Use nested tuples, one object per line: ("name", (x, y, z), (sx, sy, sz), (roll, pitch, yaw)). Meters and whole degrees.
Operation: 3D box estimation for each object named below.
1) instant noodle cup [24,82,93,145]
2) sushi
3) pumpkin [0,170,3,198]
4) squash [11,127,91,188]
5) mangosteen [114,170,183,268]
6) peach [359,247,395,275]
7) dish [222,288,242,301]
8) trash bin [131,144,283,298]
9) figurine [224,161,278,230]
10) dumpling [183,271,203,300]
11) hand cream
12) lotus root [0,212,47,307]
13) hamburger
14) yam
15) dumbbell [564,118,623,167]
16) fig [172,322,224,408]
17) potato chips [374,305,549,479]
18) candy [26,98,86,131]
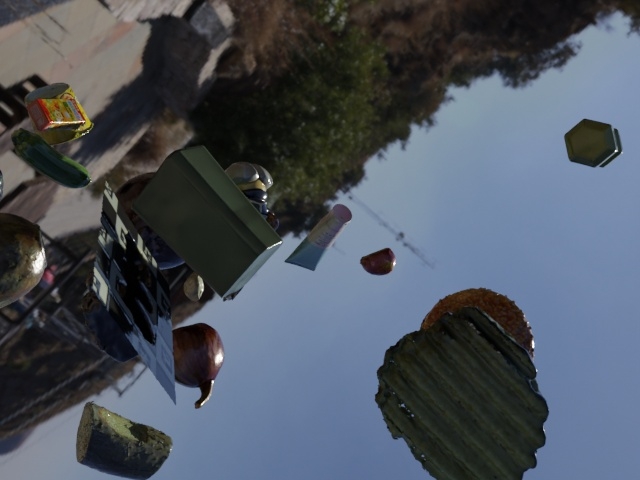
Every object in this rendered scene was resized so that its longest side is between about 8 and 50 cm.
("instant noodle cup", (-0.817, -0.394, 2.011), (0.182, 0.144, 0.182), (-9, -148, 6))
("sushi", (-0.383, 0.102, 1.207), (0.100, 0.296, 0.373), (-22, -144, 0))
("pumpkin", (-0.857, -0.127, 1.549), (0.194, 0.194, 0.150), (-50, -149, -9))
("squash", (-0.674, -0.197, 1.627), (0.077, 0.219, 0.068), (-44, -141, 4))
("mangosteen", (-0.503, -0.076, 2.023), (0.306, 0.306, 0.359), (-47, -155, 14))
("peach", (0.143, 0.048, 1.583), (0.077, 0.083, 0.050), (-66, -167, -3))
("dish", (-0.289, 0.060, 2.194), (0.303, 0.120, 0.303), (-54, -168, 17))
("trash bin", (-0.291, -0.044, 1.686), (0.223, 0.343, 0.158), (-46, 171, 26))
("figurine", (-0.201, -0.110, 1.883), (0.133, 0.236, 0.176), (-20, 165, 35))
("dumpling", (-0.349, 0.126, 1.778), (0.059, 0.077, 0.043), (-6, -172, 28))
("hand cream", (0.000, 0.000, 2.055), (0.312, 0.111, 0.070), (-48, -149, 46))
("lotus root", (-0.869, 0.063, 1.640), (0.346, 0.250, 0.250), (-19, 180, -16))
("hamburger", (0.432, 0.301, 1.843), (0.330, 0.330, 0.250), (-51, 169, -11))
("yam", (-0.527, 0.535, 1.701), (0.154, 0.254, 0.154), (-32, -142, 29))
("dumbbell", (0.687, -0.240, 1.629), (0.108, 0.121, 0.302), (-11, 180, 28))
("fig", (-0.313, 0.315, 1.646), (0.175, 0.207, 0.175), (-30, 168, -7))
("potato chips", (0.330, 0.367, 1.469), (0.358, 0.429, 0.070), (-42, -179, 5))
("candy", (-0.585, -0.279, 1.444), (0.038, 0.062, 0.122), (-29, -179, 23))
